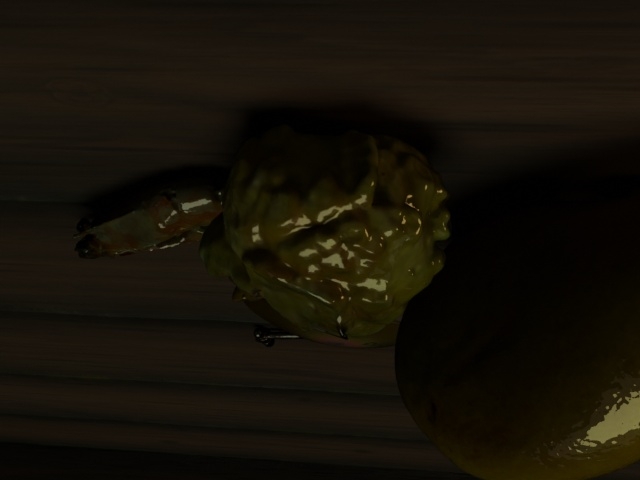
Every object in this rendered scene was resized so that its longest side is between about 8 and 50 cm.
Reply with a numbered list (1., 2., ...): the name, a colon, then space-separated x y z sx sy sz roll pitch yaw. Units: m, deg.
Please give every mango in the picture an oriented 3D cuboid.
1. mango: 0.254 0.089 1.112 0.221 0.301 0.445 12 149 -33

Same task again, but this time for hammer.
1. hammer: -0.018 0.154 1.761 0.178 0.021 0.065 -2 160 12

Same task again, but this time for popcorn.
1. popcorn: 0.000 0.000 1.061 0.266 0.192 0.233 -21 146 31

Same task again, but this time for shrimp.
1. shrimp: -0.179 -0.018 1.259 0.294 0.062 0.154 -11 161 34

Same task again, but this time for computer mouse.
1. computer mouse: 0.036 0.103 1.525 0.310 0.071 0.158 20 154 -33
